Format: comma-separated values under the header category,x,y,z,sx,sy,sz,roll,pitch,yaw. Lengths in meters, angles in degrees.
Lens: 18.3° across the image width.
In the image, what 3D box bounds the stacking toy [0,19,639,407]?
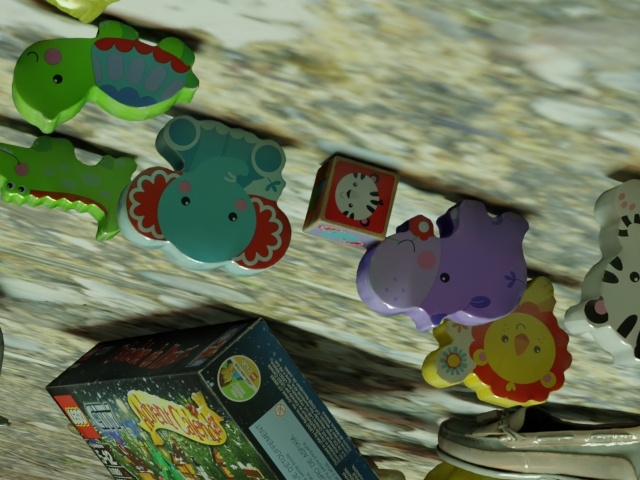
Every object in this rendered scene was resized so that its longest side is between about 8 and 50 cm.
category,x,y,z,sx,sy,sz,roll,pitch,yaw
stacking toy,0.000,0.000,0.619,0.221,0.052,0.167,17,167,-10

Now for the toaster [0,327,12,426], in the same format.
category,x,y,z,sx,sy,sz,roll,pitch,yaw
toaster,-0.249,0.060,0.987,0.227,0.129,0.146,11,171,4

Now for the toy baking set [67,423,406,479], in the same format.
category,x,y,z,sx,sy,sz,roll,pitch,yaw
toy baking set,-0.066,0.138,1.365,0.197,0.030,0.256,23,165,-25

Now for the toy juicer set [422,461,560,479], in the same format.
category,x,y,z,sx,sy,sz,roll,pitch,yaw
toy juicer set,0.143,0.158,1.126,0.329,0.089,0.209,-9,145,17

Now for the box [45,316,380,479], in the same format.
category,x,y,z,sx,sy,sz,roll,pitch,yaw
box,-0.046,0.122,1.031,0.159,0.044,0.233,54,156,-11

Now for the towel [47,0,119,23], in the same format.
category,x,y,z,sx,sy,sz,roll,pitch,yaw
towel,-0.121,-0.099,0.385,0.237,0.021,0.102,21,166,-31

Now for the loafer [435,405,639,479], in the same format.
category,x,y,z,sx,sy,sz,roll,pitch,yaw
loafer,0.114,0.097,0.979,0.125,0.039,0.045,9,-160,35
